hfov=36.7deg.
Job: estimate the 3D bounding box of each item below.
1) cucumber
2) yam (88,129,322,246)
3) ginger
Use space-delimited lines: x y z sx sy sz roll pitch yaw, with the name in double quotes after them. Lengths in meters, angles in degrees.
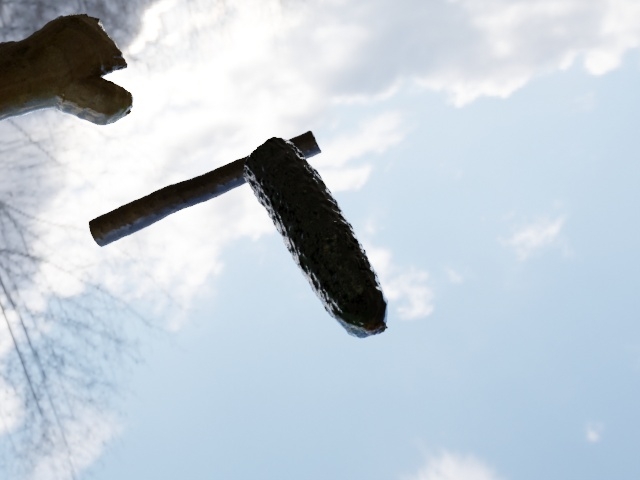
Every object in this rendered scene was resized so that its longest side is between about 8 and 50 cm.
0.000 0.000 0.851 0.067 0.068 0.293 -17 -143 -12 "cucumber"
-0.155 -0.072 1.292 0.326 0.045 0.045 -22 -136 5 "yam"
-0.327 -0.143 0.900 0.298 0.065 0.118 -13 -107 -19 "ginger"
